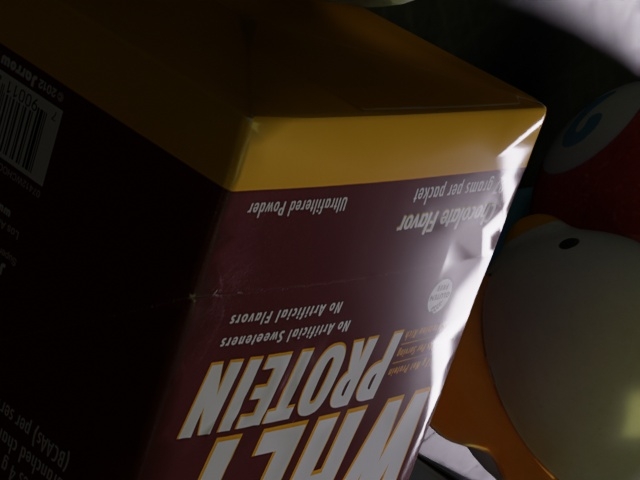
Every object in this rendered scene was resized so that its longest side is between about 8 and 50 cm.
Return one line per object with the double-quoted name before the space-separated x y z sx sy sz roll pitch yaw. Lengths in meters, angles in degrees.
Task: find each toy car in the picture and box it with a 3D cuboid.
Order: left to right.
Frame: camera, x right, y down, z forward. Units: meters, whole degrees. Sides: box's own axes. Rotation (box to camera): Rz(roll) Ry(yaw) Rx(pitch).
"toy car" 0.120 0.029 0.744 0.238 0.210 0.219 -2 159 -46

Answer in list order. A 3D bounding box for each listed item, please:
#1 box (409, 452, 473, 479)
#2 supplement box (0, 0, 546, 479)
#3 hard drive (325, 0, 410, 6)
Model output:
"box" 0.076 0.262 0.999 0.231 0.127 0.262 -55 146 -1
"supplement box" -0.069 0.010 0.542 0.129 0.191 0.194 -7 123 -50
"hard drive" 0.057 -0.272 0.508 0.233 0.047 0.353 -30 119 -34
